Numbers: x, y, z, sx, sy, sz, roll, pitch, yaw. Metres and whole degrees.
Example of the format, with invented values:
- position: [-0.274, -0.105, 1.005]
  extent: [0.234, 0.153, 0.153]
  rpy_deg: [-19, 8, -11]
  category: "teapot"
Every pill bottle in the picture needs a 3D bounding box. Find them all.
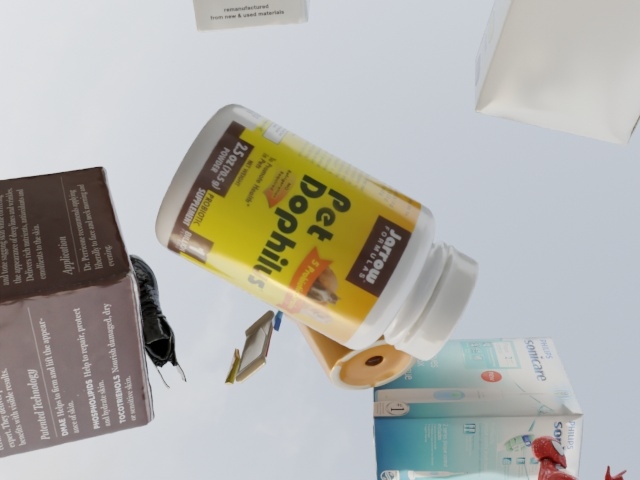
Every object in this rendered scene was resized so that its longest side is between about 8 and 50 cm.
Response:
- position: [0.000, 0.000, 0.567]
  extent: [0.117, 0.215, 0.117]
  rpy_deg: [-62, -178, 4]
  category: "pill bottle"

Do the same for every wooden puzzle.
- position: [-0.076, 0.127, 0.933]
  extent: [0.116, 0.014, 0.078]
  rpy_deg: [-38, -146, 48]
  category: "wooden puzzle"

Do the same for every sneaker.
- position: [-0.223, 0.106, 1.043]
  extent: [0.051, 0.170, 0.089]
  rpy_deg: [-20, -151, -19]
  category: "sneaker"

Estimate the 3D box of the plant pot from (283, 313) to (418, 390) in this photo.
- position: [0.047, 0.096, 1.101]
  extent: [0.205, 0.205, 0.188]
  rpy_deg: [-33, -129, 18]
  category: "plant pot"

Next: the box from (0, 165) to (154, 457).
- position: [-0.257, 0.060, 0.650]
  extent: [0.203, 0.167, 0.168]
  rpy_deg: [-10, -142, -17]
  category: "box"

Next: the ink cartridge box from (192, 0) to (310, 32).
- position: [-0.082, -0.390, 0.842]
  extent: [0.121, 0.289, 0.211]
  rpy_deg: [-4, -155, 3]
  category: "ink cartridge box"

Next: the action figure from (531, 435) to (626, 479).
- position: [0.309, 0.316, 0.786]
  extent: [0.139, 0.091, 0.280]
  rpy_deg: [-14, -123, -14]
  category: "action figure"

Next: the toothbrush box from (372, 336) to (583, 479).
- position: [0.228, 0.256, 1.212]
  extent: [0.295, 0.126, 0.216]
  rpy_deg: [-1, -157, 5]
  category: "toothbrush box"

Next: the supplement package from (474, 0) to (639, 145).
- position: [0.322, -0.279, 0.970]
  extent: [0.204, 0.262, 0.145]
  rpy_deg: [13, -139, 0]
  category: "supplement package"
